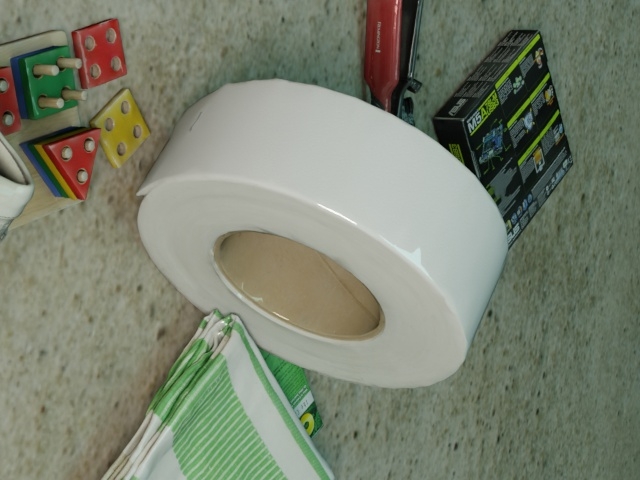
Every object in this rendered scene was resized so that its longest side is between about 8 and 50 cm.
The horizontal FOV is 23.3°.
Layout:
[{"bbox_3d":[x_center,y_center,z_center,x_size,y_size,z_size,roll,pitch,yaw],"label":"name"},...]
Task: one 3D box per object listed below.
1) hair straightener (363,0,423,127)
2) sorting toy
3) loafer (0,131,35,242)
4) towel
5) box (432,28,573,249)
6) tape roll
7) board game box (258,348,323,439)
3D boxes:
[{"bbox_3d":[0.083,-0.138,1.528,0.089,0.047,0.230,-16,108,-52],"label":"hair straightener"},{"bbox_3d":[-0.208,-0.078,1.130,0.274,0.046,0.132,-27,116,-50],"label":"sorting toy"},{"bbox_3d":[-0.279,-0.125,0.873,0.319,0.111,0.112,52,25,-6],"label":"loafer"},{"bbox_3d":[-0.109,0.253,1.276,0.325,0.038,0.248,-58,138,-32],"label":"towel"},{"bbox_3d":[0.205,-0.108,1.709,0.190,0.045,0.184,-49,130,-38],"label":"box"},{"bbox_3d":[0.000,0.000,1.231,0.286,0.286,0.100,55,52,-43],"label":"tape roll"},{"bbox_3d":[-0.091,0.191,1.348,0.259,0.030,0.136,-47,128,-41],"label":"board game box"}]
